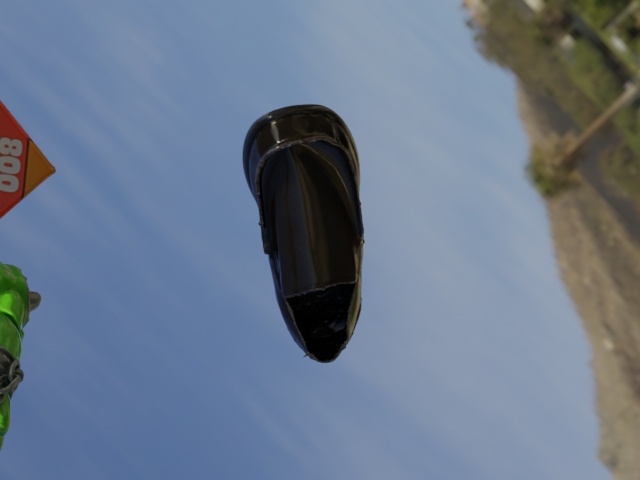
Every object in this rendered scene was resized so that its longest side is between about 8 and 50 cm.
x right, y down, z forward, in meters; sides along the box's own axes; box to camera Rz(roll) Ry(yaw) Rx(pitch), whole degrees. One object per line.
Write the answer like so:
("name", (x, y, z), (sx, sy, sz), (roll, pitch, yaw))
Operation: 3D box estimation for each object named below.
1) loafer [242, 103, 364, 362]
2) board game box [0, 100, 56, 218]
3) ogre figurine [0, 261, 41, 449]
("loafer", (0.000, 0.000, 1.212), (0.078, 0.080, 0.220), (-107, 3, -46))
("board game box", (-0.459, -0.055, 1.070), (0.356, 0.356, 0.356), (53, 153, -16))
("ogre figurine", (-0.212, 0.023, 0.773), (0.197, 0.097, 0.118), (4, -156, 15))
